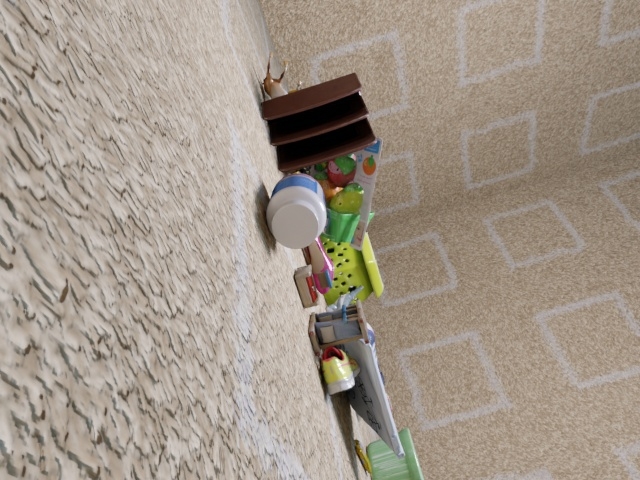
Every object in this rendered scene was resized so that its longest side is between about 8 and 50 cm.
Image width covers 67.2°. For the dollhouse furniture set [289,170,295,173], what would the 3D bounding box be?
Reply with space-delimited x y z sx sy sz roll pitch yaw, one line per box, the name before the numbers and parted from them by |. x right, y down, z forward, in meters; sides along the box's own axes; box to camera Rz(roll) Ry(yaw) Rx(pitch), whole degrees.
dollhouse furniture set | -0.092 -0.284 1.658 0.081 0.091 0.114 57 11 -11

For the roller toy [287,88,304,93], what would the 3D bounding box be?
roller toy | -0.070 -0.443 1.731 0.209 0.191 0.146 6 61 -42

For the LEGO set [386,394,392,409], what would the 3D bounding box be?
LEGO set | 0.225 0.642 1.910 0.287 0.107 0.132 68 7 -51

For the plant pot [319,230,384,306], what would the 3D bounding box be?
plant pot | 0.096 0.094 1.703 0.227 0.207 0.228 -101 172 -47

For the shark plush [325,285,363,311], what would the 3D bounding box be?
shark plush | 0.087 0.218 1.600 0.067 0.161 0.073 33 -28 28

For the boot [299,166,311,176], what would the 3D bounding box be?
boot | -0.023 -0.254 1.830 0.178 0.085 0.236 61 2 4

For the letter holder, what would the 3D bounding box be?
letter holder | -0.006 -0.344 1.424 0.214 0.302 0.152 -101 172 -50

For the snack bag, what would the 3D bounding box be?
snack bag | 0.108 0.361 1.290 0.342 0.037 0.323 -166 -121 -72

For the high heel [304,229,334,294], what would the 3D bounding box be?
high heel | -0.026 0.035 1.410 0.117 0.082 0.244 13 70 -52

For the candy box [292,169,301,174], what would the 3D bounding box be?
candy box | -0.076 -0.219 1.866 0.206 0.027 0.105 -85 155 -78

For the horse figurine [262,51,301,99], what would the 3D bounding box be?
horse figurine | -0.120 -0.479 1.573 0.263 0.066 0.174 56 -31 15

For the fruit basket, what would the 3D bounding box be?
fruit basket | 0.051 -0.180 1.566 0.327 0.165 0.353 29 -58 47

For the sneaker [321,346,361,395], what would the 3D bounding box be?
sneaker | 0.043 0.293 1.155 0.208 0.081 0.094 24 42 -86

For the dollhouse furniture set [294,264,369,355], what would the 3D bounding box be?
dollhouse furniture set | 0.027 0.150 1.130 0.129 0.129 0.183 -85 159 -78

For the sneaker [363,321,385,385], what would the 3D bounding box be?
sneaker | 0.146 0.426 1.576 0.323 0.130 0.236 77 -4 -53

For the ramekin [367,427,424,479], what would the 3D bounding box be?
ramekin | 0.252 0.767 1.526 0.303 0.148 0.303 -16 90 -85

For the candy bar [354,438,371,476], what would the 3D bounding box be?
candy bar | 0.121 0.604 1.342 0.040 0.018 0.161 -107 177 -51

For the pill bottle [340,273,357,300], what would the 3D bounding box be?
pill bottle | 0.090 0.196 1.907 0.103 0.103 0.184 67 8 -55

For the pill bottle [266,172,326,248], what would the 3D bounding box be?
pill bottle | -0.050 -0.062 1.010 0.221 0.124 0.124 -92 165 -72
